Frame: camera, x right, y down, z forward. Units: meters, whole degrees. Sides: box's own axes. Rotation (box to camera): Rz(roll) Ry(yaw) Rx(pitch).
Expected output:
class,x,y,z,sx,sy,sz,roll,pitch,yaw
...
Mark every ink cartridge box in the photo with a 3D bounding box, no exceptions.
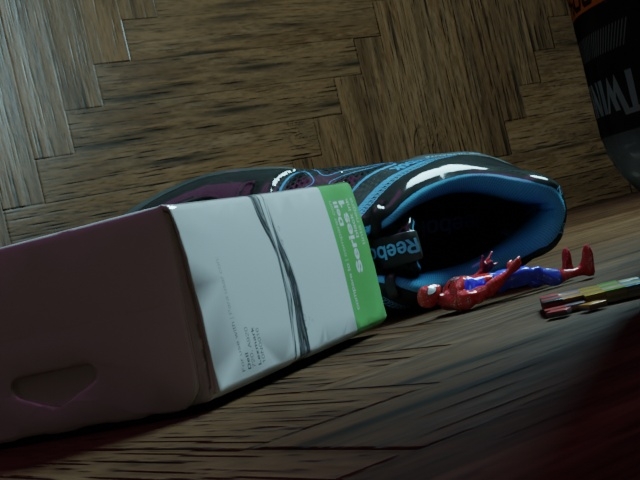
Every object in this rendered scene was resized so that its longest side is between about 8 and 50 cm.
class,x,y,z,sx,sy,sz,roll,pitch,yaw
ink cartridge box,-0.082,0.033,0.633,0.160,0.093,0.219,-14,-1,23

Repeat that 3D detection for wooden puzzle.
class,x,y,z,sx,sy,sz,roll,pitch,yaw
wooden puzzle,0.132,0.027,0.581,0.049,0.006,0.083,-13,0,8

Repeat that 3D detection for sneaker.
class,x,y,z,sx,sy,sz,roll,pitch,yaw
sneaker,0.000,0.000,0.806,0.340,0.125,0.139,-15,5,-11

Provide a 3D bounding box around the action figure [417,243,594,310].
class,x,y,z,sx,sy,sz,roll,pitch,yaw
action figure,0.109,0.023,0.723,0.115,0.030,0.038,-15,6,-23

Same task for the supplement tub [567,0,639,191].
class,x,y,z,sx,sy,sz,roll,pitch,yaw
supplement tub,0.196,-0.147,0.513,0.193,0.316,0.193,-14,-1,0
